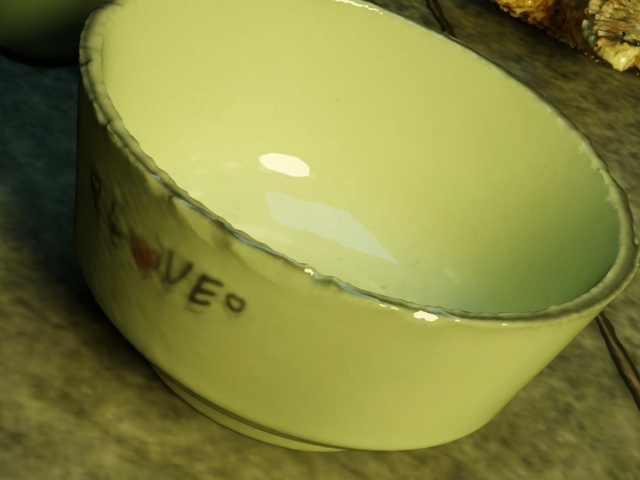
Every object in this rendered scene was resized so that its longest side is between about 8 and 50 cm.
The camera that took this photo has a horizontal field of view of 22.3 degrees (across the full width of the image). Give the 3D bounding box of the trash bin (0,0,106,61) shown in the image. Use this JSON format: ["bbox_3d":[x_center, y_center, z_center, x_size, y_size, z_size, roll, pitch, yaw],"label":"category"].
[{"bbox_3d":[-0.099,-0.290,0.749,0.223,0.343,0.158,41,34,27],"label":"trash bin"}]

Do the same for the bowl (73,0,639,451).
[{"bbox_3d":[0.000,0.000,0.600,0.211,0.112,0.211,15,34,-11],"label":"bowl"}]

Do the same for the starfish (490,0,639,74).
[{"bbox_3d":[0.170,-0.128,0.936,0.299,0.060,0.302,40,27,22],"label":"starfish"}]
